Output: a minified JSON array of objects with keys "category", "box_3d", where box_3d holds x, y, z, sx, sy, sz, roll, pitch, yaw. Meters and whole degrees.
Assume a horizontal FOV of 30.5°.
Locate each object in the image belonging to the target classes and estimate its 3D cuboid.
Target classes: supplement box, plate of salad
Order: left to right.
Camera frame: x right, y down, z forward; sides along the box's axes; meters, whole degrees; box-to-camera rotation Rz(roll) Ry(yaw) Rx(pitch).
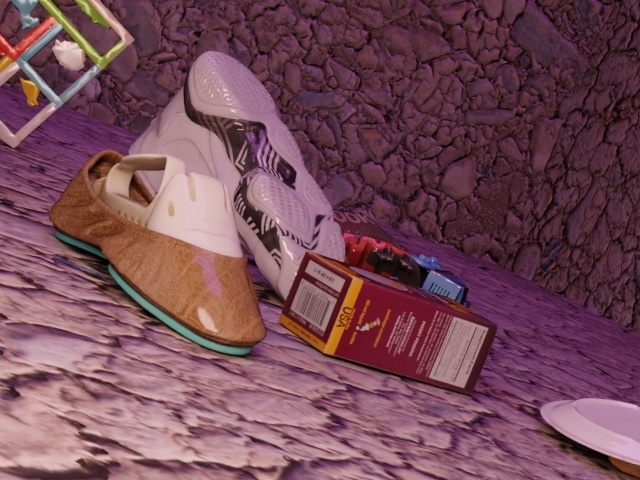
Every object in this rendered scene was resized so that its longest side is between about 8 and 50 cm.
[{"category":"supplement box","box_3d":[0.070,0.083,1.179,0.188,0.081,0.104,19,5,-31]},{"category":"plate of salad","box_3d":[0.311,0.201,1.147,0.200,0.048,0.200,11,9,-2]}]

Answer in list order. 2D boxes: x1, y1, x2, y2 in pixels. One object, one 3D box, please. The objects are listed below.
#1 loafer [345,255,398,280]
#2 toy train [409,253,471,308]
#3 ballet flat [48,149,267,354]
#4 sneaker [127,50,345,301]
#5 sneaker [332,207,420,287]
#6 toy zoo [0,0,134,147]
[{"category":"loafer","box_3d":[0.020,0.046,1.479,0.170,0.061,0.062,22,6,11]},{"category":"toy train","box_3d":[0.170,0.075,1.757,0.105,0.080,0.184,32,5,14]},{"category":"ballet flat","box_3d":[-0.143,-0.012,1.060,0.116,0.124,0.342,18,7,-35]},{"category":"sneaker","box_3d":[-0.115,-0.034,1.406,0.137,0.210,0.366,15,43,-51]},{"category":"sneaker","box_3d":[0.000,0.000,1.594,0.276,0.097,0.135,22,17,-15]},{"category":"toy zoo","box_3d":[-0.452,-0.276,1.765,0.192,0.293,0.030,49,-2,-13]}]
